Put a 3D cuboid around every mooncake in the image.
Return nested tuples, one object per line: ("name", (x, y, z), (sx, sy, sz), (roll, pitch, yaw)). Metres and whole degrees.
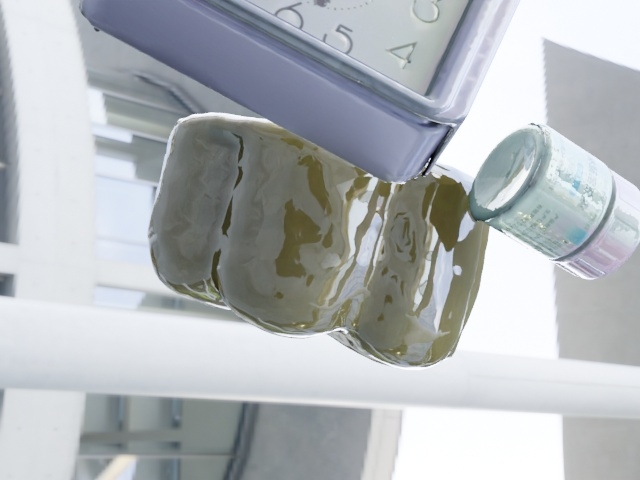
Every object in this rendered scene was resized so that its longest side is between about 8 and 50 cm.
("mooncake", (0.000, 0.000, 1.471), (0.467, 0.467, 0.262), (15, -90, 46))

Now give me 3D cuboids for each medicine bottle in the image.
("medicine bottle", (0.277, -0.043, 1.281), (0.135, 0.168, 0.135), (-46, -154, 30))

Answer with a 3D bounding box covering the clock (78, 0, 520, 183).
("clock", (-0.001, -0.134, 0.546), (0.145, 0.193, 0.073), (-64, -176, -27))
